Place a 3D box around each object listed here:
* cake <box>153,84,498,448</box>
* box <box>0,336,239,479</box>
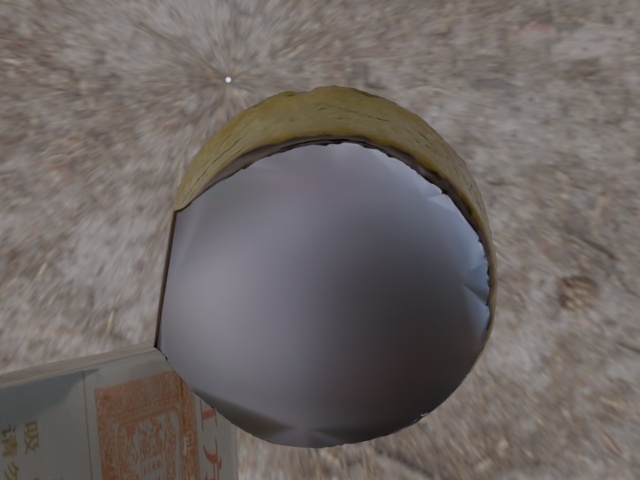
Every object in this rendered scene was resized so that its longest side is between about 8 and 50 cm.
[{"bbox_3d":[0.000,0.000,1.096,0.207,0.178,0.185,35,106,-21],"label":"cake"},{"bbox_3d":[-0.130,0.169,1.099,0.051,0.365,0.205,-3,91,18],"label":"box"}]
